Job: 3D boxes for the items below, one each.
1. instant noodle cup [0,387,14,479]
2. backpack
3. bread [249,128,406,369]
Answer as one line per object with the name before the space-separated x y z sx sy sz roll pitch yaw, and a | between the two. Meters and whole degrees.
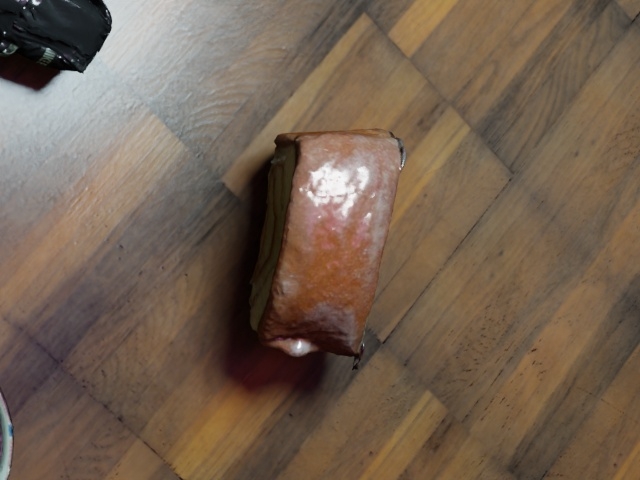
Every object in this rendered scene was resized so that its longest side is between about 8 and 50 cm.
instant noodle cup | -0.378 0.166 1.357 0.243 0.231 0.243 2 86 -27
backpack | -0.279 -0.217 1.497 0.165 0.120 0.106 33 95 -21
bread | 0.003 0.001 1.584 0.123 0.190 0.244 8 87 -12
